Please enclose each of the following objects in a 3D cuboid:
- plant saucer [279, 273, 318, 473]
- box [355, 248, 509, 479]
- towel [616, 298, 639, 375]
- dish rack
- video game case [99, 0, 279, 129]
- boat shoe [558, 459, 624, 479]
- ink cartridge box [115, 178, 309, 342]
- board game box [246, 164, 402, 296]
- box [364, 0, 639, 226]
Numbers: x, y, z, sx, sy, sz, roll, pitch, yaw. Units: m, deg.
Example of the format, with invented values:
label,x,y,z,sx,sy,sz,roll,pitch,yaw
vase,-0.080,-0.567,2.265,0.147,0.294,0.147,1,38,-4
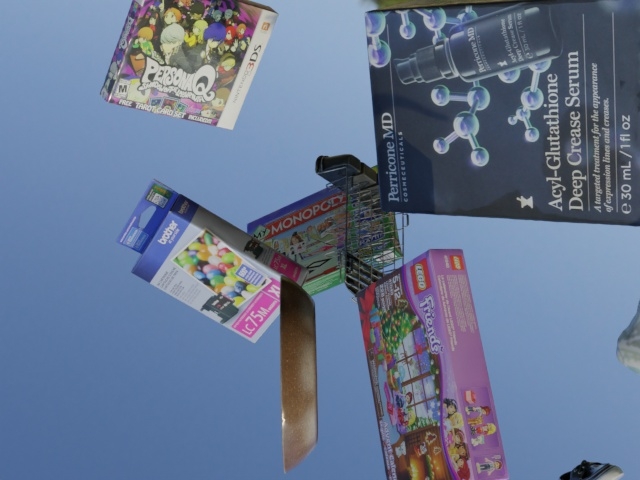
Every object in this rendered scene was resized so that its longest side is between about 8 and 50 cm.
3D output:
label,x,y,z,sx,sy,sz,roll,pitch,yaw
plant saucer,-0.021,0.132,1.034,0.036,0.199,0.199,0,-154,0
box,0.136,0.179,1.339,0.057,0.201,0.293,0,-109,-28
towel,0.543,0.042,1.154,0.090,0.375,0.320,20,-172,-40
dish rack,0.076,-0.002,1.772,0.208,0.074,0.272,30,-127,-47
video game case,-0.203,-0.292,1.613,0.232,0.210,0.042,9,-156,-37
boat shoe,0.313,0.282,1.216,0.049,0.142,0.040,-29,-109,-16
ink cartridge box,-0.199,0.041,1.801,0.311,0.186,0.065,33,-139,-8
board game box,0.000,0.000,2.033,0.046,0.317,0.214,43,-149,-45
box,0.288,-0.195,1.434,0.395,0.294,0.212,4,-161,33
